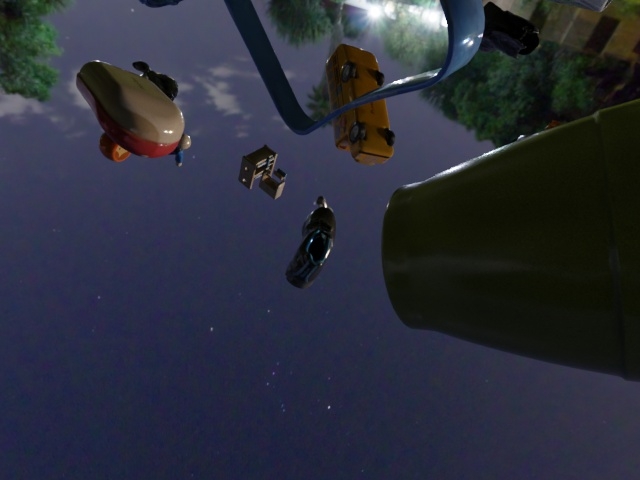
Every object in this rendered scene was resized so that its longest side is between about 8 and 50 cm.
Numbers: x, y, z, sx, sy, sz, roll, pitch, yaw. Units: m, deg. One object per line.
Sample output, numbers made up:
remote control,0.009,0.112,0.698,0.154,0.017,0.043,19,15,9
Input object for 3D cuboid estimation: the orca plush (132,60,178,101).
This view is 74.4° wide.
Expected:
orca plush,-0.435,-0.390,1.089,0.102,0.151,0.287,2,-169,13

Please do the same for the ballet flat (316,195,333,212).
ballet flat,0.013,-0.117,1.545,0.041,0.114,0.041,-12,-124,18

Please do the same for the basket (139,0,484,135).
basket,-0.035,-0.220,0.288,0.201,0.289,0.255,-38,-163,-18

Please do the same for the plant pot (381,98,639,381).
plant pot,0.292,0.012,0.612,0.353,0.366,0.366,-6,-154,33

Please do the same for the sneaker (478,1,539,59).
sneaker,0.273,-0.292,0.612,0.089,0.051,0.170,42,-157,17

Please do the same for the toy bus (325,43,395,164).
toy bus,0.096,-0.348,1.099,0.108,0.130,0.333,5,-111,-30

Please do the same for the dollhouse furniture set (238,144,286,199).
dollhouse furniture set,-0.201,-0.246,1.625,0.183,0.129,0.129,40,-130,12

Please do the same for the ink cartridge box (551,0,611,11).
ink cartridge box,0.373,-0.605,0.865,0.385,0.091,0.308,14,-147,-17

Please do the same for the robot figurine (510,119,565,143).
robot figurine,0.499,-0.166,0.851,0.211,0.085,0.291,28,-168,24

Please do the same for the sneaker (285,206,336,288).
sneaker,0.000,0.000,1.359,0.125,0.140,0.341,28,-134,-12

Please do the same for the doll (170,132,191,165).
doll,-0.383,-0.242,1.050,0.189,0.129,0.046,6,-144,39

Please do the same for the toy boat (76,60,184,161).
toy boat,-0.355,-0.212,0.767,0.151,0.151,0.231,6,-150,-48
